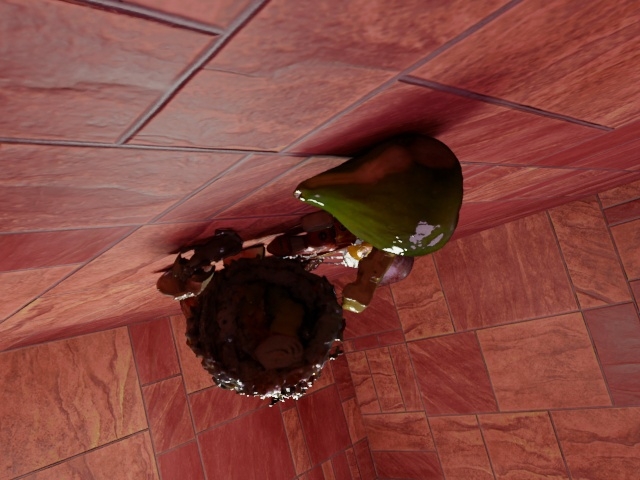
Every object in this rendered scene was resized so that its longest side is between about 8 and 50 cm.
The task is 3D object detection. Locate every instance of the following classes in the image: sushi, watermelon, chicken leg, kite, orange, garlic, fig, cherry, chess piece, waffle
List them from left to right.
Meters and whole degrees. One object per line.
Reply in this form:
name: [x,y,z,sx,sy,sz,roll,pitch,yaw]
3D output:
garlic: [-0.406,0.113,1.517,0.175,0.099,0.124,-11,-169,2]
watermelon: [-0.233,0.104,1.558,0.137,0.145,0.193,-4,168,-34]
sushi: [-0.129,0.210,1.306,0.418,0.417,0.176,-14,152,-9]
chicken leg: [-0.062,0.099,2.191,0.205,0.053,0.093,-17,153,-44]
chess piece: [-0.007,-0.048,1.294,0.084,0.038,0.083,-12,172,-2]
kite: [0.098,0.064,2.066,0.229,0.127,0.016,0,-144,9]
orange: [0.156,0.012,1.741,0.136,0.117,0.135,-4,127,-6]
fig: [0.090,-0.077,0.850,0.275,0.206,0.206,0,171,-5]
waffle: [0.165,0.033,1.329,0.348,0.077,0.304,-57,172,-8]
cherry: [0.282,0.079,2.164,0.230,0.203,0.300,-10,151,10]

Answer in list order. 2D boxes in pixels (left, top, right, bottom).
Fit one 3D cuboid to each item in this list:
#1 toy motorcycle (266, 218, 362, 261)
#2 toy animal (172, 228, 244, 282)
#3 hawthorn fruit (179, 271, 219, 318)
toy motorcycle: [0.001,0.002,1.469,0.298,0.089,0.171,-15,171,3]
toy animal: [-0.283,0.047,1.244,0.214,0.093,0.186,-24,180,3]
hawthorn fruit: [-0.404,0.239,1.885,0.215,0.249,0.215,-40,171,-8]
